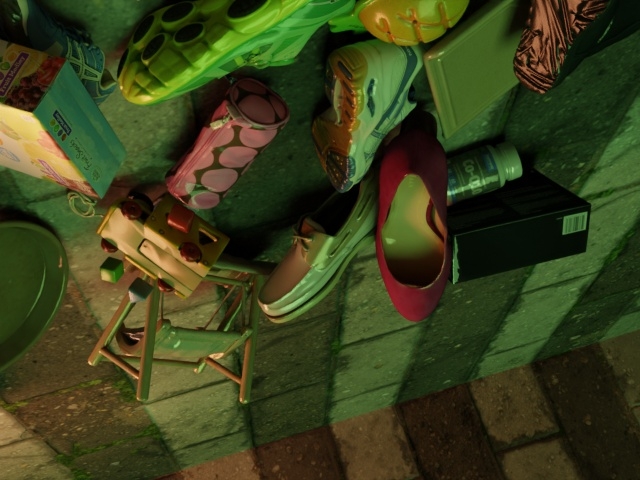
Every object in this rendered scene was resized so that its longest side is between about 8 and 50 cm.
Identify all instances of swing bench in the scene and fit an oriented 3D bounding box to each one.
[{"bbox_3d":[-0.215,0.128,1.433,0.253,0.165,0.255,15,95,-49],"label":"swing bench"}]

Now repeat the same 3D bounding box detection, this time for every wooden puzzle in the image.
[{"bbox_3d":[0.232,-0.257,1.114,0.221,0.044,0.239,-38,157,-2],"label":"wooden puzzle"}]

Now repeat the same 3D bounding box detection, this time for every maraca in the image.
[{"bbox_3d":[0.092,-0.271,0.973,0.127,0.099,0.185,-3,174,-45],"label":"maraca"}]

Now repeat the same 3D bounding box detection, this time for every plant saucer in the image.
[{"bbox_3d":[-0.484,0.087,1.198,0.278,0.041,0.278,-39,147,-31],"label":"plant saucer"}]

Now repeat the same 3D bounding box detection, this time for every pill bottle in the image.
[{"bbox_3d":[0.264,-0.115,1.421,0.137,0.078,0.078,-20,155,0],"label":"pill bottle"}]

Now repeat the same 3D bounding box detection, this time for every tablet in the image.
[{"bbox_3d":[-0.233,-0.044,1.297,0.054,0.006,0.083,-33,153,25],"label":"tablet"}]

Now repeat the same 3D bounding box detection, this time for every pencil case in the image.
[{"bbox_3d":[-0.132,-0.123,1.114,0.209,0.095,0.098,-47,177,42],"label":"pencil case"}]

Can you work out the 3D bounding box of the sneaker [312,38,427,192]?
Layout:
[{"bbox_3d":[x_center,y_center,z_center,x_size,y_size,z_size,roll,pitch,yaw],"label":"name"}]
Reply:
[{"bbox_3d":[0.071,-0.166,1.150,0.130,0.112,0.296,-25,163,-17],"label":"sneaker"}]

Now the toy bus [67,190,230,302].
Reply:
[{"bbox_3d":[-0.232,-0.014,1.219,0.190,0.104,0.202,3,128,22],"label":"toy bus"}]

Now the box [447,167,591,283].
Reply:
[{"bbox_3d":[0.308,-0.031,1.479,0.261,0.184,0.103,-12,120,-15],"label":"box"}]

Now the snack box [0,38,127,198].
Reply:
[{"bbox_3d":[-0.323,-0.134,0.850,0.207,0.070,0.174,19,160,16],"label":"snack box"}]

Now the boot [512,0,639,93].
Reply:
[{"bbox_3d":[0.346,-0.309,1.019,0.207,0.094,0.247,-36,158,-26],"label":"boot"}]

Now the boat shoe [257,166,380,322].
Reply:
[{"bbox_3d":[0.000,0.000,1.383,0.302,0.113,0.103,-46,130,-5],"label":"boat shoe"}]

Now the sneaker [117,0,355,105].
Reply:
[{"bbox_3d":[-0.088,-0.219,0.927,0.295,0.110,0.123,-25,150,11],"label":"sneaker"}]

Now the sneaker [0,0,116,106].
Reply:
[{"bbox_3d":[-0.280,-0.203,0.882,0.081,0.080,0.211,-33,160,-9],"label":"sneaker"}]

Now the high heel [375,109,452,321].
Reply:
[{"bbox_3d":[0.133,0.005,1.269,0.127,0.181,0.377,0,123,12],"label":"high heel"}]
